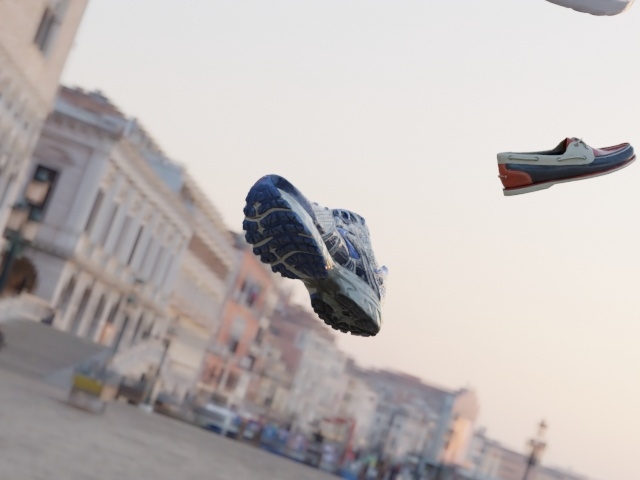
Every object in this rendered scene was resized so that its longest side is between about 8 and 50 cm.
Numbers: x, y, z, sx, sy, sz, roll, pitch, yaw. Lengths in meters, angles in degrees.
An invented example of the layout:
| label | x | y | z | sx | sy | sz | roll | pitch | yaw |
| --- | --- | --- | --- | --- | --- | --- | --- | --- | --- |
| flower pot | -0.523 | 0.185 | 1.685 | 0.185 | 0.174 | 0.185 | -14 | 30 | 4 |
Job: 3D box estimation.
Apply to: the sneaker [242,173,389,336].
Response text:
| label | x | y | z | sx | sy | sz | roll | pitch | yaw |
| --- | --- | --- | --- | --- | --- | --- | --- | --- | --- |
| sneaker | 0.000 | 0.000 | 0.859 | 0.052 | 0.058 | 0.135 | -3 | -41 | 36 |

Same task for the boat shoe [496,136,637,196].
| label | x | y | z | sx | sy | sz | roll | pitch | yaw |
| --- | --- | --- | --- | --- | --- | --- | --- | --- | --- |
| boat shoe | 0.237 | -0.078 | 1.338 | 0.137 | 0.043 | 0.049 | -13 | 8 | -2 |

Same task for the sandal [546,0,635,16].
| label | x | y | z | sx | sy | sz | roll | pitch | yaw |
| --- | --- | --- | --- | --- | --- | --- | --- | --- | --- |
| sandal | 0.074 | -0.195 | 0.729 | 0.265 | 0.076 | 0.102 | 11 | 37 | -30 |
